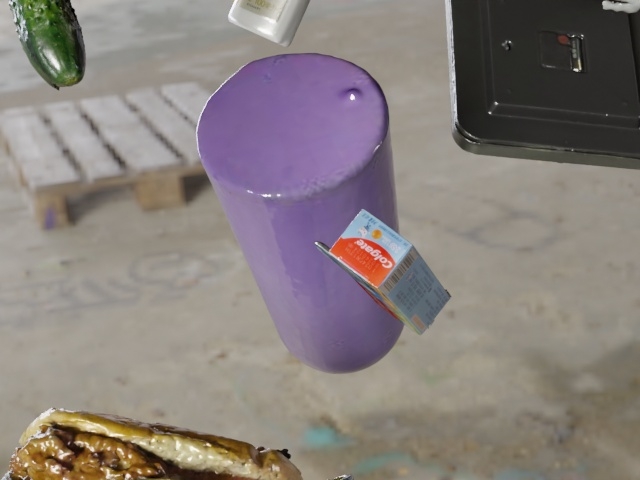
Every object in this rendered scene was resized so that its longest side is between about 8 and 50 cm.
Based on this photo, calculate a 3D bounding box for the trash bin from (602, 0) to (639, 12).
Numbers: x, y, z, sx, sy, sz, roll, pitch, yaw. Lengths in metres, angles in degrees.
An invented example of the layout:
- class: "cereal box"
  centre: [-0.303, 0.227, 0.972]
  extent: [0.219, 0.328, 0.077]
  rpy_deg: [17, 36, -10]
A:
- class: "trash bin"
  centre: [0.194, -0.367, 0.960]
  extent: [0.256, 0.367, 0.296]
  rpy_deg: [3, -27, -41]

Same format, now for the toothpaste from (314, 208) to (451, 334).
- class: "toothpaste"
  centre: [0.051, 0.023, 1.171]
  extent: [0.070, 0.044, 0.193]
  rpy_deg: [37, -3, 19]

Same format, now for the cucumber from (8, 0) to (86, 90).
- class: "cucumber"
  centre: [-0.314, -0.265, 1.635]
  extent: [0.069, 0.227, 0.069]
  rpy_deg: [-19, -22, -8]

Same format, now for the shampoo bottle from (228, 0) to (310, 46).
- class: "shampoo bottle"
  centre: [-0.026, -0.339, 1.683]
  extent: [0.086, 0.227, 0.056]
  rpy_deg: [30, 8, 32]

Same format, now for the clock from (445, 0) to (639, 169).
- class: "clock"
  centre: [0.296, -0.221, 1.844]
  extent: [0.273, 0.049, 0.278]
  rpy_deg: [4, 58, -7]

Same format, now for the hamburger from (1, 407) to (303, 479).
- class: "hamburger"
  centre: [-0.174, 0.245, 1.413]
  extent: [0.282, 0.155, 0.245]
  rpy_deg: [-9, -29, 33]

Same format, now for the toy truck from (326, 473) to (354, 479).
- class: "toy truck"
  centre: [-0.060, 0.381, 1.784]
  extent: [0.272, 0.124, 0.157]
  rpy_deg: [-21, -1, 27]

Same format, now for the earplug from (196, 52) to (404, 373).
- class: "earplug"
  centre: [0.000, 0.000, 1.777]
  extent: [0.215, 0.456, 0.215]
  rpy_deg: [-5, 52, 7]
